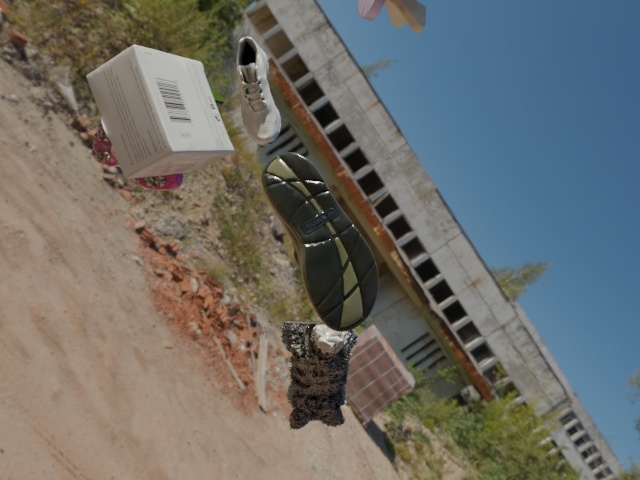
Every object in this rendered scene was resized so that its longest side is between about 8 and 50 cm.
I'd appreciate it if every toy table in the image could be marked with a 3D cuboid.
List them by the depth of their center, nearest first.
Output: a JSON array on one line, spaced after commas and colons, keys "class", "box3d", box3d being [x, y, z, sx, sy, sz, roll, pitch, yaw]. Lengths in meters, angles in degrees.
[{"class": "toy table", "box3d": [0.207, -0.680, 1.230, 0.160, 0.275, 0.252, 14, -9, -18]}]

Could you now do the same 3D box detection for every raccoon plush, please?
[{"class": "raccoon plush", "box3d": [-0.020, 0.364, 1.218, 0.446, 0.215, 0.300, 48, 43, -77]}]

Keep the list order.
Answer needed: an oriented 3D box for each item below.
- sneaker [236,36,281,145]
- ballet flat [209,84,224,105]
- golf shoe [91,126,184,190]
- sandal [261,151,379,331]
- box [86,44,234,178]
[{"class": "sneaker", "box3d": [-0.184, -0.405, 1.281, 0.129, 0.110, 0.298, 38, 39, -85]}, {"class": "ballet flat", "box3d": [-0.305, -0.353, 1.109, 0.231, 0.077, 0.078, -30, 120, -59]}, {"class": "golf shoe", "box3d": [-0.440, -0.210, 1.204, 0.306, 0.116, 0.140, 28, 15, 24]}, {"class": "sandal", "box3d": [0.001, -0.002, 0.769, 0.086, 0.120, 0.303, 116, -49, -75]}, {"class": "box", "box3d": [-0.271, -0.216, 0.824, 0.182, 0.118, 0.181, -27, 98, -66]}]
